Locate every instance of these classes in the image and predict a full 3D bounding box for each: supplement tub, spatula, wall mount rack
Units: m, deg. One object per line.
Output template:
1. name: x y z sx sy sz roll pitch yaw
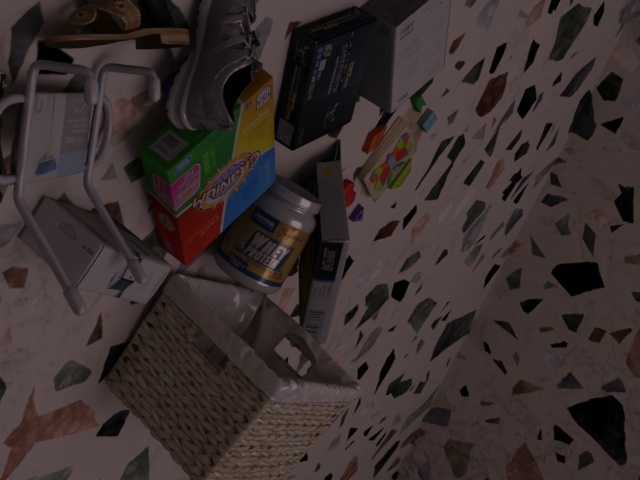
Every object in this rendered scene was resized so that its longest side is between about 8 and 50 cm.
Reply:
1. supplement tub: -0.097 -0.015 1.948 0.200 0.144 0.144 -60 156 10
2. spatula: -0.218 -0.286 1.515 0.084 0.030 0.296 -48 155 -18
3. wall mount rack: -0.308 -0.080 1.344 0.350 0.130 0.304 -33 133 -74

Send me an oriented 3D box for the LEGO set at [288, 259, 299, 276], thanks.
1. LEGO set: -0.070 0.012 2.096 0.087 0.093 0.227 -38 151 -33

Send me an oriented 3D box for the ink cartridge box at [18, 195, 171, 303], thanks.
1. ink cartridge box: -0.338 0.017 1.550 0.082 0.139 0.190 -56 156 6

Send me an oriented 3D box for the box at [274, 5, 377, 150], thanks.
1. box: 0.008 -0.298 1.882 0.183 0.059 0.233 -32 148 -44

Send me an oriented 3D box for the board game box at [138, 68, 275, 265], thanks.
1. board game box: -0.178 -0.124 1.709 0.242 0.064 0.316 -45 162 -21

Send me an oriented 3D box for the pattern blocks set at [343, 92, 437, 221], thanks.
1. pattern blocks set: 0.155 -0.183 2.345 0.325 0.026 0.285 -58 156 6

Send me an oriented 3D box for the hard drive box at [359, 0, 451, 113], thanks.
1. hard drive box: 0.166 -0.395 2.013 0.181 0.089 0.232 -42 153 -26

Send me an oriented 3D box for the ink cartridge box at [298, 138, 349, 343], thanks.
1. ink cartridge box: 0.000 0.000 2.113 0.072 0.307 0.304 2 134 -8

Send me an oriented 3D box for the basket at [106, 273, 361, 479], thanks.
1. basket: -0.165 0.270 1.939 0.266 0.328 0.331 -53 153 9

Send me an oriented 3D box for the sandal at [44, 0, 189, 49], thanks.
1. sandal: -0.274 -0.299 1.365 0.240 0.088 0.079 -12 99 -51

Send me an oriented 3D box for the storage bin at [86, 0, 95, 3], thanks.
1. storage bin: -0.279 -0.355 1.249 0.091 0.098 0.135 -42 155 -4

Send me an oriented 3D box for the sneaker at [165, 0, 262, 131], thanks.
1. sneaker: -0.127 -0.287 1.534 0.105 0.115 0.281 30 78 -70

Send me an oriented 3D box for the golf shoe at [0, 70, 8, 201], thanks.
1. golf shoe: -0.418 -0.151 1.238 0.120 0.105 0.273 -51 157 -28
